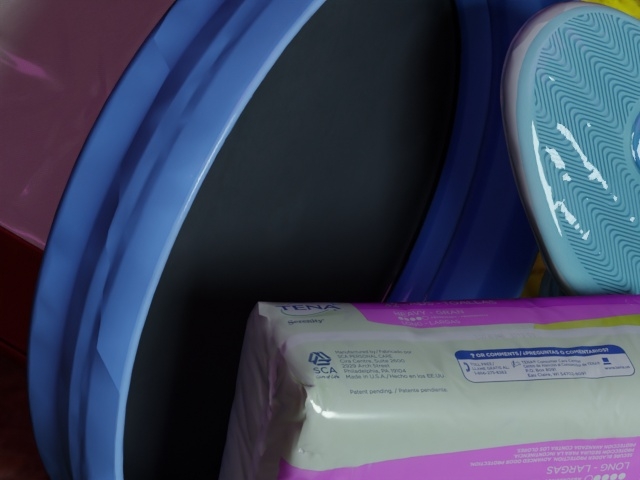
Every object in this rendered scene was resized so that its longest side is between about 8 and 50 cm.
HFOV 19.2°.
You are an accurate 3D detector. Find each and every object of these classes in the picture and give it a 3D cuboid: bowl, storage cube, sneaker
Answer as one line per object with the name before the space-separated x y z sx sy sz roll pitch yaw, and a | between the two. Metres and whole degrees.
bowl | 0.000 0.000 0.977 0.077 0.391 0.391 27 64 27
storage cube | -0.130 -0.036 1.079 0.215 0.193 0.183 30 66 8
sneaker | 0.162 0.002 1.059 0.127 0.208 0.319 -36 111 -11

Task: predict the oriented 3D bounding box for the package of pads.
package of pads | 0.060 0.167 0.934 0.229 0.296 0.101 0 32 -23
